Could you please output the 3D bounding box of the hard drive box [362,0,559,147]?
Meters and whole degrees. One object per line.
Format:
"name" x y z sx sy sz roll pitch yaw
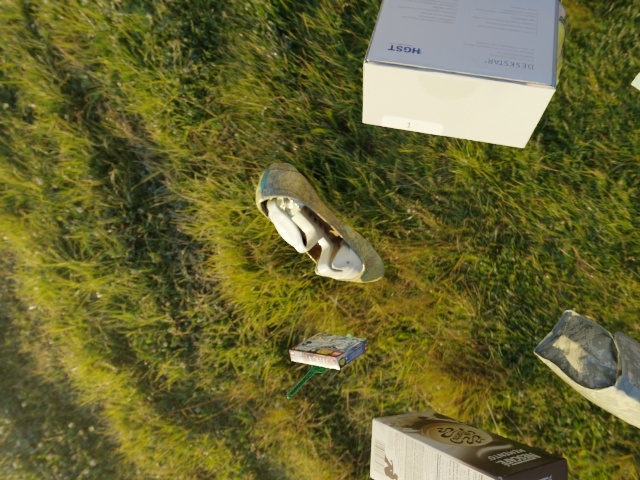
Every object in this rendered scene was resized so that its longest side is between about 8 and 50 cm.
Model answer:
"hard drive box" 0.158 -0.235 0.495 0.180 0.089 0.232 12 64 10

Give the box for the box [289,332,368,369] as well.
"box" 0.016 0.224 0.902 0.136 0.093 0.027 -5 99 44

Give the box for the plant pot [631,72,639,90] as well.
"plant pot" 0.981 -0.420 1.048 0.247 0.247 0.252 -38 73 10

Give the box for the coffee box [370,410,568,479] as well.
"coffee box" 0.245 0.403 0.776 0.297 0.167 0.119 -6 79 58

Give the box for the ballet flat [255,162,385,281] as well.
"ballet flat" 0.000 0.000 0.875 0.123 0.123 0.348 -34 116 20

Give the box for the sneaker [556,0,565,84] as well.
"sneaker" 0.348 -0.304 0.728 0.145 0.385 0.147 -23 111 40

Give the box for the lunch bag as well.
"lunch bag" 0.681 0.312 1.004 0.235 0.287 0.169 36 96 -6

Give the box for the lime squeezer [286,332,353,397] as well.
"lime squeezer" 0.009 0.367 1.374 0.310 0.109 0.059 -48 65 21
